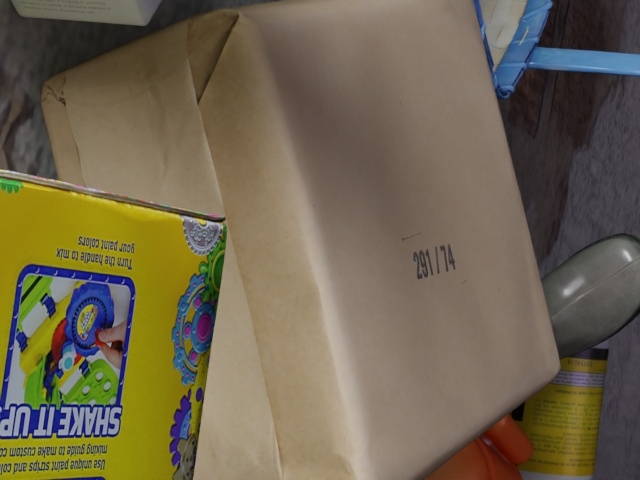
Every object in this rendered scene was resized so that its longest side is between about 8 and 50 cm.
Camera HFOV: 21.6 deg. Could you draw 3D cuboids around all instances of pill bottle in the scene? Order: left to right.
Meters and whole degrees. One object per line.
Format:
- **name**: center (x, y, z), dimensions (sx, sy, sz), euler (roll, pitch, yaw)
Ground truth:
- **pill bottle**: center (0.228, 0.190, 1.732), dimensions (0.119, 0.119, 0.208), euler (6, 91, -64)

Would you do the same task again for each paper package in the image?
- **paper package**: center (0.000, 0.000, 1.093), dimensions (0.325, 0.168, 0.309), euler (-21, 100, -60)

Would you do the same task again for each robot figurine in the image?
- **robot figurine**: center (0.106, 0.221, 1.482), dimensions (0.219, 0.158, 0.128), euler (36, 48, -61)

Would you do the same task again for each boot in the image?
- **boot**: center (0.186, 0.090, 1.517), dimensions (0.083, 0.246, 0.161), euler (56, 24, 6)

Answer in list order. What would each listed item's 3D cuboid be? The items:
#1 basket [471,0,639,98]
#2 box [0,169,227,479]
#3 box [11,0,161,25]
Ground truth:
- **basket**: center (0.146, -0.227, 1.261), dimensions (0.201, 0.289, 0.254), euler (-68, 148, -45)
- **box**: center (-0.215, 0.105, 0.615), dimensions (0.177, 0.290, 0.279), euler (11, 85, -64)
- **box**: center (-0.134, -0.224, 0.921), dimensions (0.130, 0.091, 0.170), euler (-64, 149, -33)
